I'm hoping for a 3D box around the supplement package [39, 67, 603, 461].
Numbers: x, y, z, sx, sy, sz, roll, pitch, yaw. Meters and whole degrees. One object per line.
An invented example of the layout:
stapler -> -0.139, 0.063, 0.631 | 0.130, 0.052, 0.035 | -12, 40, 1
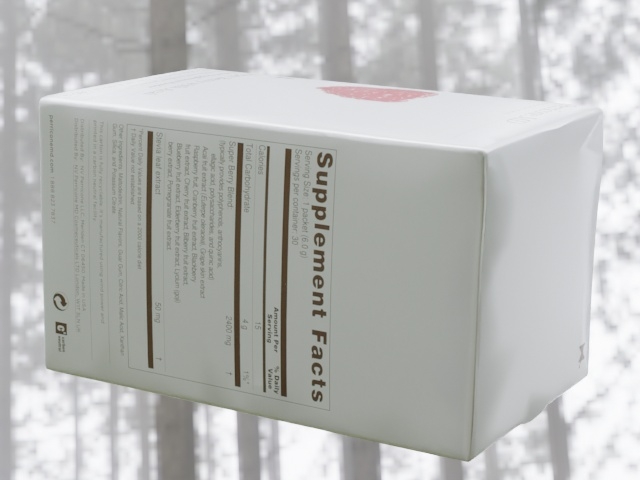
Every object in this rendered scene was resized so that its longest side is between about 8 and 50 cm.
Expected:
supplement package -> 0.000, 0.000, 0.986 | 0.293, 0.175, 0.177 | 9, 15, 28
